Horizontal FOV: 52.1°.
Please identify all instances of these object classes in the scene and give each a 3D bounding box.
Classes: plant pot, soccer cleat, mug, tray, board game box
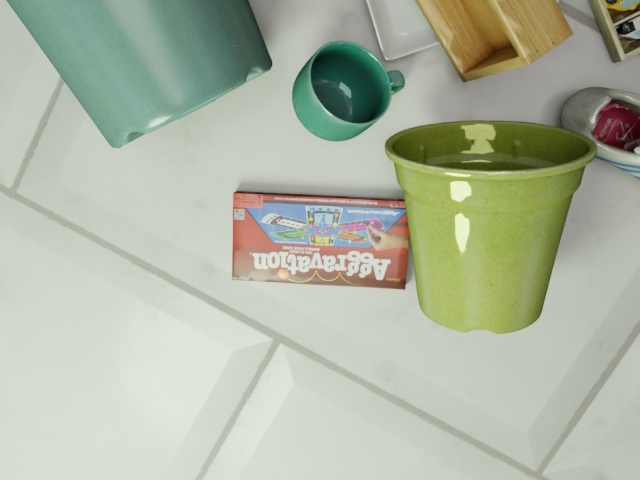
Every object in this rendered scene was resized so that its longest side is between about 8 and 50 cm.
[{"bbox_3d":[0.232,-0.017,0.932,0.276,0.276,0.253,-2,113,4],"label":"plant pot"},{"bbox_3d":[0.503,-0.122,0.935,0.331,0.143,0.116,21,101,-1],"label":"soccer cleat"},{"bbox_3d":[0.036,-0.207,0.962,0.158,0.097,0.129,19,70,-20],"label":"mug"},{"bbox_3d":[0.199,-0.371,0.953,0.270,0.030,0.145,-18,99,2],"label":"tray"},{"bbox_3d":[-0.248,-0.324,0.865,0.341,0.341,0.334,-24,107,8],"label":"plant pot"},{"bbox_3d":[0.000,0.000,1.048,0.281,0.027,0.145,3,102,3],"label":"board game box"},{"bbox_3d":[0.142,-0.403,0.818,0.076,0.203,0.411,-34,102,-4],"label":"tray"}]

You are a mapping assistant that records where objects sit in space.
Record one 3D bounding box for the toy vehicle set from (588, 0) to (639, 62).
[{"bbox_3d":[0.521,-0.391,0.937,0.267,0.035,0.166,-26,98,8],"label":"toy vehicle set"}]
